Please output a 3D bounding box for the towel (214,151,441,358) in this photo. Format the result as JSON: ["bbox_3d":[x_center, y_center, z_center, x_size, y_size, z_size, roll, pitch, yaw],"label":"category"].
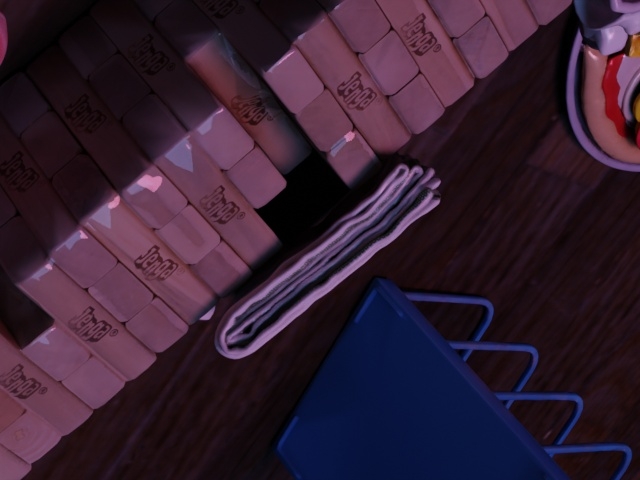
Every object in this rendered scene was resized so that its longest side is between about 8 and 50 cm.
[{"bbox_3d":[0.000,0.000,0.762,0.113,0.023,0.152,-38,-174,3],"label":"towel"}]

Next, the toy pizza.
[{"bbox_3d":[0.211,-0.112,0.887,0.201,0.032,0.201,-22,138,-21],"label":"toy pizza"}]

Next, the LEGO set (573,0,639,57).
[{"bbox_3d":[0.246,-0.143,0.786,0.287,0.107,0.132,-27,118,-20],"label":"LEGO set"}]

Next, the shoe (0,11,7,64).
[{"bbox_3d":[-0.186,-0.028,0.625,0.178,0.081,0.063,-20,135,23],"label":"shoe"}]

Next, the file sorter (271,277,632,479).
[{"bbox_3d":[0.081,0.119,0.899,0.104,0.170,0.118,4,124,-45],"label":"file sorter"}]

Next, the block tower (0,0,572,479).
[{"bbox_3d":[-0.040,-0.054,0.693,0.335,0.091,0.097,-40,143,0],"label":"block tower"}]

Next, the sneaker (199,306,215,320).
[{"bbox_3d":[-0.074,0.010,0.782,0.083,0.031,0.035,19,101,-52],"label":"sneaker"}]
